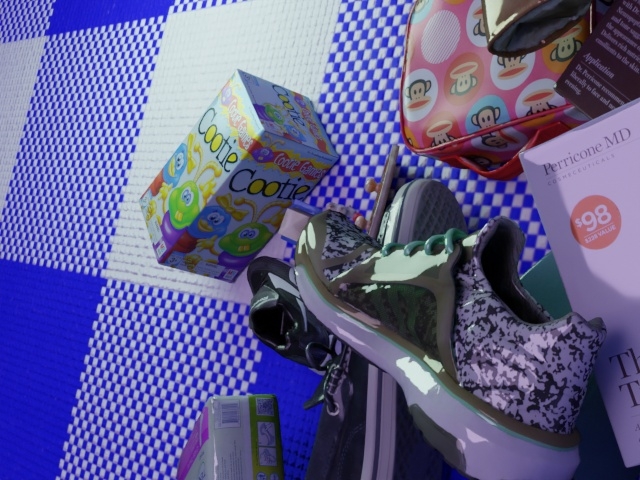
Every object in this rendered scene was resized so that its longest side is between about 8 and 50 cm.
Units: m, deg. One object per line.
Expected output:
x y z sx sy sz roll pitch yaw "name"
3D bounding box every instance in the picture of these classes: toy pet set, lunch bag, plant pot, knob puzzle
0.000 0.000 1.514 0.114 0.065 0.122 24 99 15 "toy pet set"
0.223 -0.196 1.259 0.293 0.120 0.258 -11 69 46 "lunch bag"
0.259 0.119 1.078 0.234 0.165 0.166 -58 42 11 "plant pot"
0.060 -0.030 1.367 0.213 0.030 0.213 16 -90 -89 "knob puzzle"

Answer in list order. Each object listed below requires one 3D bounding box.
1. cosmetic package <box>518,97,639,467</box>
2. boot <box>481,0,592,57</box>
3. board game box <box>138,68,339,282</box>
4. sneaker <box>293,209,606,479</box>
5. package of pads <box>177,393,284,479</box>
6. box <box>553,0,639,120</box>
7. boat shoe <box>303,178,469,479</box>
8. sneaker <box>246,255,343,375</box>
0.374 -0.009 0.848 0.377 0.097 0.285 -26 73 34 "cosmetic package"
0.236 -0.349 1.072 0.236 0.089 0.270 -38 50 49 "boot"
-0.127 -0.090 1.608 0.275 0.142 0.144 -48 45 27 "board game box"
0.124 0.049 1.000 0.410 0.158 0.182 44 112 48 "sneaker"
-0.120 0.352 1.389 0.296 0.101 0.229 116 152 -57 "package of pads"
0.372 -0.162 1.037 0.203 0.167 0.168 -55 43 20 "box"
0.064 0.172 1.260 0.156 0.186 0.500 7 87 37 "boat shoe"
-0.059 0.089 1.494 0.078 0.106 0.234 -56 42 18 "sneaker"
